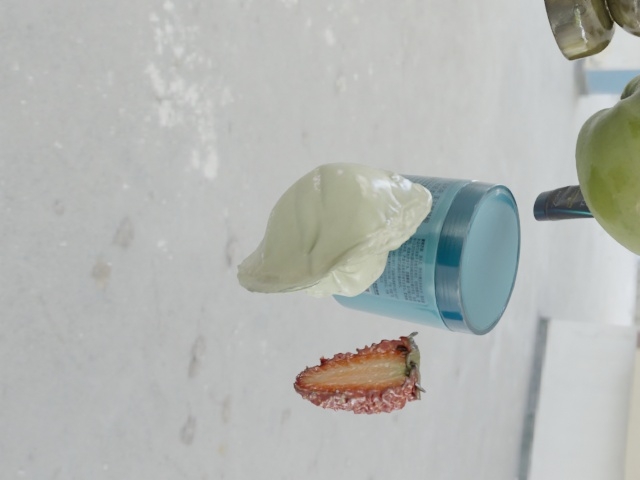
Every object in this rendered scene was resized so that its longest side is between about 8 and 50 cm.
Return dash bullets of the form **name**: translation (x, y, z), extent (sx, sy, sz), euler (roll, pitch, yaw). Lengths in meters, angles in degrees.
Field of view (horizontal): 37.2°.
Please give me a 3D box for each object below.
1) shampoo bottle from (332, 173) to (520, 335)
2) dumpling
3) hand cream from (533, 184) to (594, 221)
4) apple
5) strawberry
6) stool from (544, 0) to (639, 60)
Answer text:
- **shampoo bottle**: translation (0.224, 0.020, 2.116), extent (0.331, 0.342, 0.331), euler (-20, 114, -55)
- **dumpling**: translation (0.000, 0.000, 1.743), extent (0.233, 0.394, 0.315), euler (67, 29, -17)
- **hand cream**: translation (0.645, -0.095, 2.350), extent (0.061, 0.270, 0.120), euler (40, 66, -26)
- **apple**: translation (0.715, -0.164, 1.955), extent (0.360, 0.311, 0.320), euler (53, 42, 5)
- **strawberry**: translation (0.069, 0.228, 1.539), extent (0.167, 0.208, 0.087), euler (-79, 160, -62)
- **stool**: translation (0.540, -0.432, 1.647), extent (0.179, 0.264, 0.179), euler (29, 56, -53)
